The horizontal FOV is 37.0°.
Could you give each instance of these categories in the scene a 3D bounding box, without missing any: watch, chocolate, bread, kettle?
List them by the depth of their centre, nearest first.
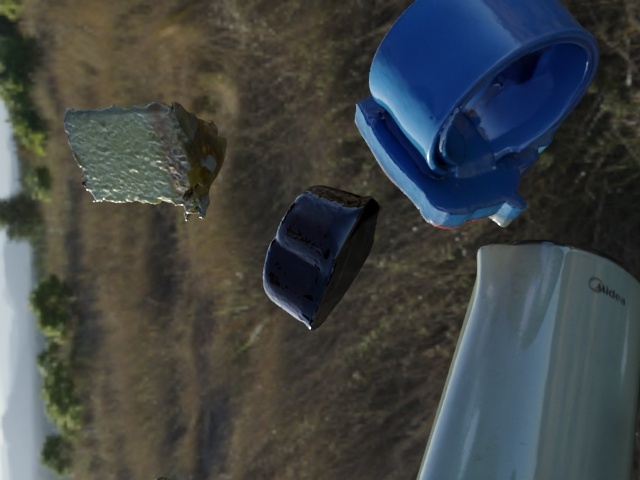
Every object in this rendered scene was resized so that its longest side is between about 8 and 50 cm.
[{"bbox_3d":[0.000,0.000,0.944,0.125,0.080,0.148,-37,-30,-60],"label":"chocolate"},{"bbox_3d":[-0.187,-0.112,1.044,0.152,0.147,0.127,72,-154,-53],"label":"bread"},{"bbox_3d":[0.216,-0.185,1.131,0.241,0.305,0.274,54,149,25],"label":"watch"},{"bbox_3d":[0.314,0.229,1.189,0.250,0.361,0.376,-43,25,59],"label":"kettle"}]

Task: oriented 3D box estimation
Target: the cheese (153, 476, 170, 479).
[{"bbox_3d":[-0.167,0.335,0.937,0.175,0.202,0.091,24,153,52],"label":"cheese"}]
